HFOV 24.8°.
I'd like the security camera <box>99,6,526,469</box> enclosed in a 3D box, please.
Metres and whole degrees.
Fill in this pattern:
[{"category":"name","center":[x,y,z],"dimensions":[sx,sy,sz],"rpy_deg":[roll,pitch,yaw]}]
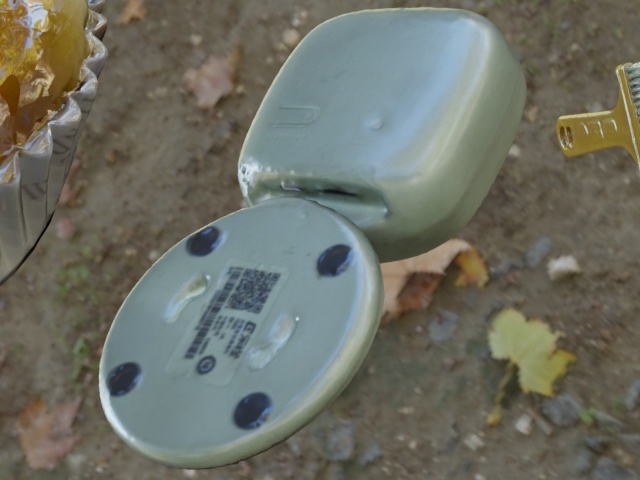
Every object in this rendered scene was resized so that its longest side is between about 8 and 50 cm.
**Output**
[{"category":"security camera","center":[0.000,0.000,0.768],"dimensions":[0.157,0.080,0.301],"rpy_deg":[7,56,37]}]

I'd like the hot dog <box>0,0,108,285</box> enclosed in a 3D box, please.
[{"category":"hot dog","center":[-0.157,-0.080,0.372],"dimensions":[0.144,0.075,0.268],"rpy_deg":[-32,61,-21]}]

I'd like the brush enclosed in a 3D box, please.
[{"category":"brush","center":[0.251,-0.096,1.269],"dimensions":[0.013,0.272,0.103],"rpy_deg":[-14,93,-8]}]
